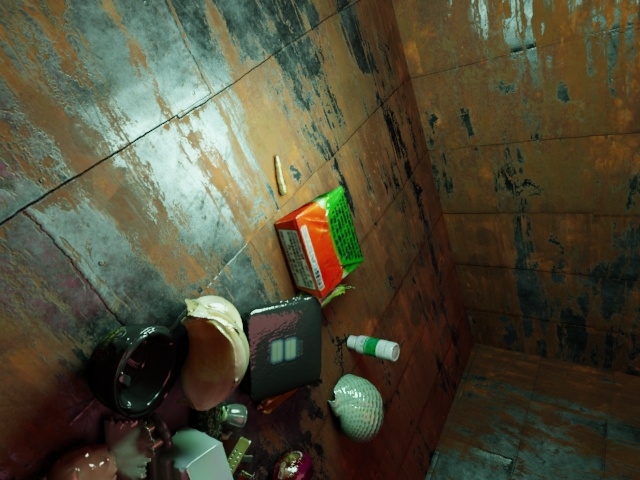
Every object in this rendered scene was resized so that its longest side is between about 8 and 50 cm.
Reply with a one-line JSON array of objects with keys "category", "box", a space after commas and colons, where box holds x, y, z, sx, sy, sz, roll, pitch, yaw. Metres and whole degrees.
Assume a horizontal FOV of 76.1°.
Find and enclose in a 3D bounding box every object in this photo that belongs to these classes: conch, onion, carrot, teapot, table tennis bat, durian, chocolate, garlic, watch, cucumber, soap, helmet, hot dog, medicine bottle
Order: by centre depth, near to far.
[{"category": "helmet", "box": [-0.509, 0.338, 1.092, 0.279, 0.160, 0.231, 89, 18, -46]}, {"category": "soap", "box": [-0.377, 0.830, 1.224, 0.156, 0.261, 0.447, -7, 98, -54]}, {"category": "garlic", "box": [-0.331, 0.325, 1.239, 0.249, 0.286, 0.313, -15, 108, -39]}, {"category": "cucumber", "box": [-0.367, 0.627, 1.348, 0.096, 0.096, 0.360, -9, 100, -51]}, {"category": "teapot", "box": [-0.319, 0.630, 1.423, 0.090, 0.092, 0.124, 28, 64, -32]}, {"category": "watch", "box": [-0.306, 0.857, 1.445, 0.268, 0.102, 0.165, -57, 144, -34]}, {"category": "table tennis bat", "box": [-0.325, 0.784, 1.481, 0.220, 0.019, 0.130, 39, 64, -45]}, {"category": "carrot", "box": [-0.158, -0.253, 1.595, 0.035, 0.035, 0.165, -29, 113, -47]}, {"category": "hot dog", "box": [-0.170, 0.609, 1.624, 0.235, 0.062, 0.092, -16, 130, -55]}, {"category": "onion", "box": [-0.114, 0.992, 1.689, 0.195, 0.139, 0.218, -15, 109, -57]}, {"category": "chocolate", "box": [0.000, 0.000, 1.699, 0.341, 0.161, 0.360, -36, 115, -45]}, {"category": "durian", "box": [-0.024, 0.255, 1.734, 0.375, 0.106, 0.132, -26, 105, -24]}, {"category": "medicine bottle", "box": [0.254, 0.524, 2.006, 0.095, 0.259, 0.095, -2, 93, -51]}, {"category": "conch", "box": [0.198, 0.820, 2.009, 0.319, 0.215, 0.303, 55, 42, -40]}]

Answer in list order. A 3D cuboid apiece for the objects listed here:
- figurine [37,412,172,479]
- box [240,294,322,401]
[{"category": "figurine", "box": [-0.575, 0.587, 1.048, 0.386, 0.166, 0.207, -19, 74, -48]}, {"category": "box", "box": [-0.142, 0.406, 1.570, 0.350, 0.091, 0.360, -6, 100, -37]}]
